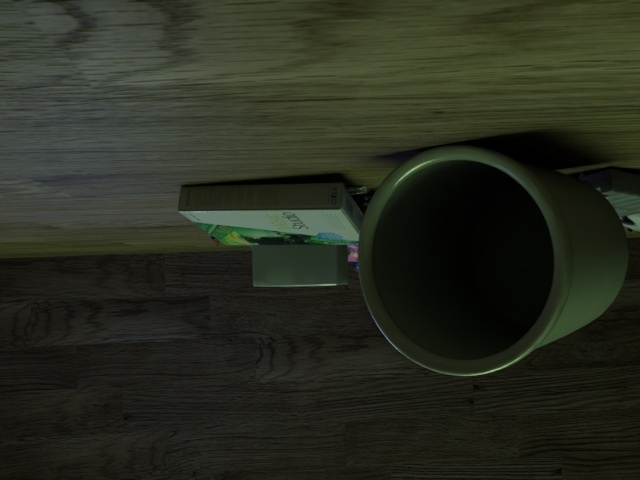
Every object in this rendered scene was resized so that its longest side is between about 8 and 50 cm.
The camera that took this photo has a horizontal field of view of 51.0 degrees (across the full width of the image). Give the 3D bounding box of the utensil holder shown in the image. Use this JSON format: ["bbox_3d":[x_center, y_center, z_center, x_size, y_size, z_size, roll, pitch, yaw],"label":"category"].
[{"bbox_3d":[0.297,0.027,1.099,0.327,0.328,0.385,-5,178,37],"label":"utensil holder"}]

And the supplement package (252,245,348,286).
[{"bbox_3d":[-0.043,0.013,1.646,0.198,0.199,0.262,-2,177,8],"label":"supplement package"}]

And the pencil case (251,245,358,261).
[{"bbox_3d":[0.000,0.000,1.875,0.385,0.167,0.160,-3,144,17],"label":"pencil case"}]

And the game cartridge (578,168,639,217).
[{"bbox_3d":[0.523,-0.076,1.412,0.230,0.068,0.355,1,170,-34],"label":"game cartridge"}]

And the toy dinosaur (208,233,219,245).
[{"bbox_3d":[-0.353,-0.007,2.290,0.047,0.090,0.082,-17,-152,3],"label":"toy dinosaur"}]

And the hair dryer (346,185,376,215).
[{"bbox_3d":[0.125,-0.066,1.444,0.223,0.080,0.293,-3,177,2],"label":"hair dryer"}]

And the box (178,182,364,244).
[{"bbox_3d":[-0.083,-0.045,1.316,0.321,0.059,0.232,1,164,17],"label":"box"}]

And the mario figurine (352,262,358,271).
[{"bbox_3d":[0.273,0.042,2.613,0.198,0.170,0.320,20,144,-23],"label":"mario figurine"}]

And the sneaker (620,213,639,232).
[{"bbox_3d":[0.791,-0.073,1.620,0.146,0.123,0.330,16,-175,21],"label":"sneaker"}]
